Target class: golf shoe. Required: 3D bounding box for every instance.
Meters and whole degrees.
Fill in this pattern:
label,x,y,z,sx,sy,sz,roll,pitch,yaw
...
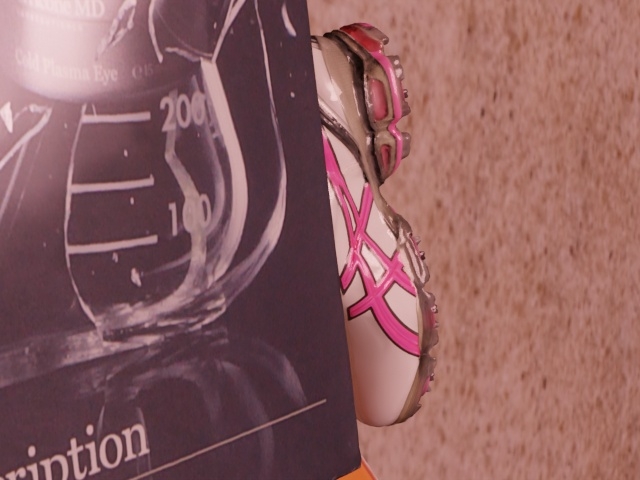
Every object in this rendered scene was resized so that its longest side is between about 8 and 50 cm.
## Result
label,x,y,z,sx,sy,sz,roll,pitch,yaw
golf shoe,0.000,0.000,0.761,0.086,0.067,0.186,-17,105,-24

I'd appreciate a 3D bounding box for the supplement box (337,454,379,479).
label,x,y,z,sx,sy,sz,roll,pitch,yaw
supplement box,-0.052,0.184,0.671,0.080,0.078,0.233,58,47,-34

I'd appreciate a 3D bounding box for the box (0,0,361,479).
label,x,y,z,sx,sy,sz,roll,pitch,yaw
box,-0.171,-0.048,0.436,0.343,0.179,0.313,-17,102,-51
